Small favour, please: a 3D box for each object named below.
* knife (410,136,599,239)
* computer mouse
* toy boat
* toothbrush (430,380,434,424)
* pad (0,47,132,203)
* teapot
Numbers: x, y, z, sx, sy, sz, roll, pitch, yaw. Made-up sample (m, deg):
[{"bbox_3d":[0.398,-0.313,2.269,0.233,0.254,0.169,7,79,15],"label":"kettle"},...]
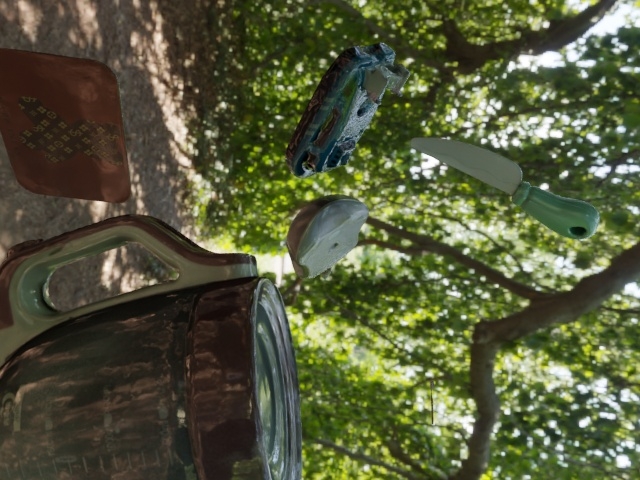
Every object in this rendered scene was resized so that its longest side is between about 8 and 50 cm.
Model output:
[{"bbox_3d":[0.236,-0.076,0.750,0.035,0.260,0.063,-61,179,-28],"label":"knife"},{"bbox_3d":[0.000,0.000,1.174,0.090,0.167,0.379,53,-15,17],"label":"computer mouse"},{"bbox_3d":[0.040,-0.193,1.015,0.134,0.092,0.299,-26,160,-37],"label":"toy boat"},{"bbox_3d":[0.255,0.369,1.342,0.006,0.008,0.097,139,-43,-63],"label":"toothbrush"},{"bbox_3d":[-0.370,-0.152,0.848,0.267,0.181,0.004,103,-8,-49],"label":"pad"},{"bbox_3d":[-0.192,0.129,0.585,0.233,0.312,0.315,63,19,-81],"label":"teapot"}]
